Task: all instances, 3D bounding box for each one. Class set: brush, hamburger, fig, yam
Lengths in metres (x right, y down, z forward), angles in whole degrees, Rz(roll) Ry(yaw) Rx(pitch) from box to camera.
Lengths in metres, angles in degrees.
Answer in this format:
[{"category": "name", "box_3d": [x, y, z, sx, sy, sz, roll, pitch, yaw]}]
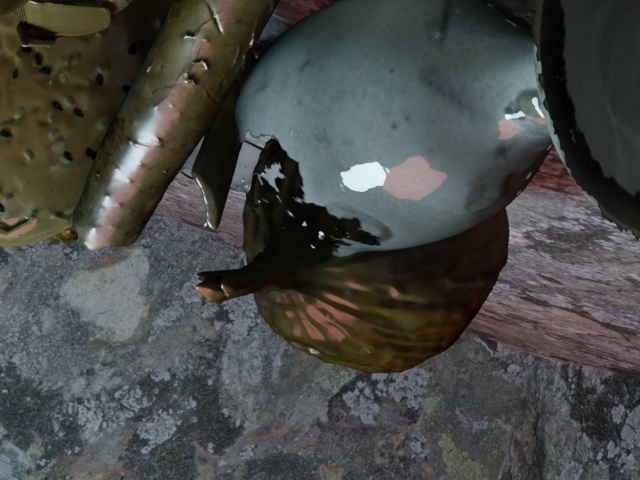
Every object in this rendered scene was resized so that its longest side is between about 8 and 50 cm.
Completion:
[{"category": "brush", "box_3d": [-0.067, -0.099, 0.741, 0.048, 0.054, 0.282, -5, -150, 7]}, {"category": "hamburger", "box_3d": [-0.274, -0.133, 0.787, 0.318, 0.277, 0.195, 14, -179, 7]}, {"category": "fig", "box_3d": [0.000, 0.000, 0.805, 0.286, 0.286, 0.368, 14, -168, 34]}, {"category": "yam", "box_3d": [-0.107, -0.104, 0.624, 0.067, 0.317, 0.071, 50, -143, 16]}]

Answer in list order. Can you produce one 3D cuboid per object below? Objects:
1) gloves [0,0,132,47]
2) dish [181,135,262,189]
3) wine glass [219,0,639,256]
[{"category": "gloves", "box_3d": [-0.195, -0.207, 0.511, 0.154, 0.141, 0.331, 45, -178, -1]}, {"category": "dish", "box_3d": [-0.166, -0.123, 1.330, 0.190, 0.066, 0.191, 19, 173, 2]}, {"category": "wine glass", "box_3d": [0.086, -0.084, 0.541, 0.190, 0.190, 0.357, 23, 167, -29]}]
